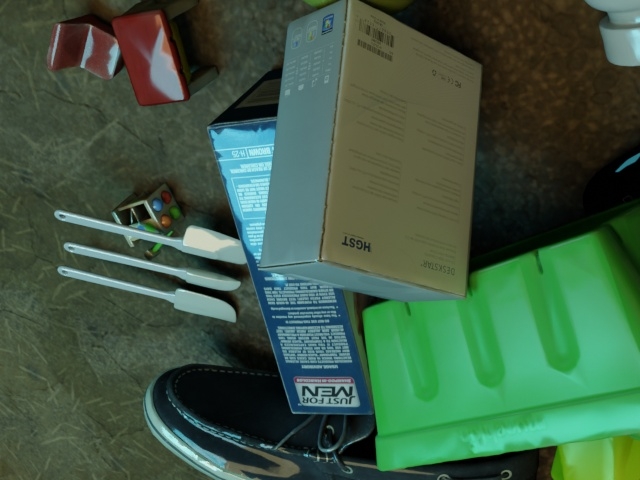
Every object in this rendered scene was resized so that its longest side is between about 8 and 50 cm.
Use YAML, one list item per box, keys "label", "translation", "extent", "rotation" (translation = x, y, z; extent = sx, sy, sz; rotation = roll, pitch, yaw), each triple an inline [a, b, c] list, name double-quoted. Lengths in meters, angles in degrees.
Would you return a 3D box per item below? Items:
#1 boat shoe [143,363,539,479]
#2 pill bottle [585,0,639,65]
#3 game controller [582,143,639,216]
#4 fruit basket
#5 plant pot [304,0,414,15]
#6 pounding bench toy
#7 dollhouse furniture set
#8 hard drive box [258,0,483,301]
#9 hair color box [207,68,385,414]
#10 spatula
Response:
- label: "boat shoe"
  translation: [0.030, 0.228, 1.094]
  extent: [0.500, 0.187, 0.156]
  rotation: [15, 122, 6]
- label: "pill bottle"
  translation: [0.267, -0.267, 0.741]
  extent: [0.121, 0.121, 0.221]
  rotation: [-9, 115, 26]
- label: "game controller"
  translation: [0.406, 0.031, 0.877]
  extent: [0.166, 0.067, 0.319]
  rotation: [-38, 93, 33]
- label: "fruit basket"
  translation: [0.266, 0.171, 0.892]
  extent: [0.392, 0.283, 0.392]
  rotation: [17, 116, 38]
- label: "plant pot"
  translation: [0.051, -0.338, 0.725]
  extent: [0.275, 0.274, 0.293]
  rotation: [24, 140, 8]
- label: "pounding bench toy"
  translation: [-0.206, -0.020, 1.119]
  extent: [0.065, 0.052, 0.083]
  rotation: [-15, 112, 28]
- label: "dollhouse furniture set"
  translation: [-0.271, -0.307, 0.917]
  extent: [0.201, 0.152, 0.374]
  rotation: [-3, 117, 23]
- label: "hard drive box"
  translation: [0.052, -0.072, 0.811]
  extent: [0.181, 0.232, 0.089]
  rotation: [16, 164, -38]
- label: "hair color box"
  translation: [0.000, 0.000, 0.973]
  extent: [0.105, 0.174, 0.347]
  rotation: [-3, 118, 22]
- label: "spatula"
  translation: [-0.214, 0.026, 1.123]
  extent: [0.242, 0.019, 0.168]
  rotation: [15, 142, -2]
